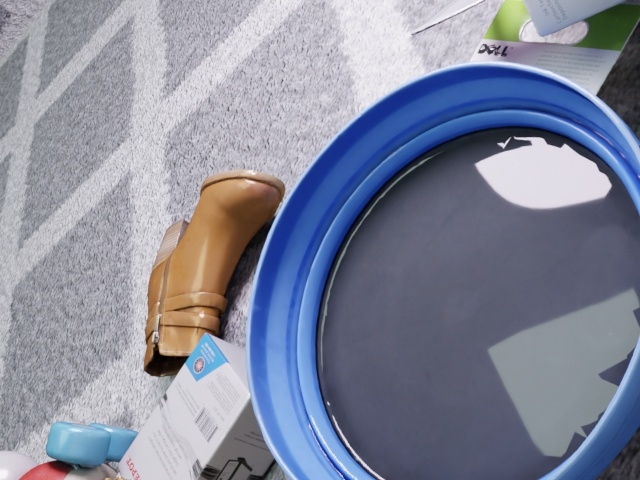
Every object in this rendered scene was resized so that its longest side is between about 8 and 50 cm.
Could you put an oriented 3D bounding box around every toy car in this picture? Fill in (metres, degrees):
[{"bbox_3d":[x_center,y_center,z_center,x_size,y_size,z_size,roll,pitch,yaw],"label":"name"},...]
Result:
[{"bbox_3d":[-0.374,0.322,1.115,0.237,0.210,0.219,9,79,10],"label":"toy car"}]

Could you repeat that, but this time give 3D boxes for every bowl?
[{"bbox_3d":[0.102,0.045,0.746,0.391,0.077,0.391,-20,57,35],"label":"bowl"}]

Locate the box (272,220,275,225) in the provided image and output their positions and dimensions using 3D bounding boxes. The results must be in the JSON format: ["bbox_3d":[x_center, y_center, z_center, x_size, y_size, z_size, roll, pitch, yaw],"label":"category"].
[{"bbox_3d":[0.000,0.000,1.097,0.109,0.042,0.178,-41,40,24],"label":"box"}]

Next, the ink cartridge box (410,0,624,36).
[{"bbox_3d":[0.245,-0.261,0.849,0.238,0.060,0.275,-19,18,44],"label":"ink cartridge box"}]

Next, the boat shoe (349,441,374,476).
[{"bbox_3d":[0.041,0.204,0.877,0.095,0.095,0.257,-60,28,27],"label":"boat shoe"}]

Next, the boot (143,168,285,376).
[{"bbox_3d":[-0.148,0.046,1.182,0.283,0.109,0.220,-28,46,42],"label":"boot"}]

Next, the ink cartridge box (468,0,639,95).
[{"bbox_3d":[0.205,-0.099,0.870,0.188,0.097,0.255,24,84,55],"label":"ink cartridge box"}]

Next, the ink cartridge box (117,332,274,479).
[{"bbox_3d":[-0.133,0.235,1.055,0.203,0.086,0.148,-57,36,6],"label":"ink cartridge box"}]

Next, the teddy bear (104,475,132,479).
[{"bbox_3d":[-0.124,0.319,0.860,0.337,0.245,0.113,4,51,21],"label":"teddy bear"}]
